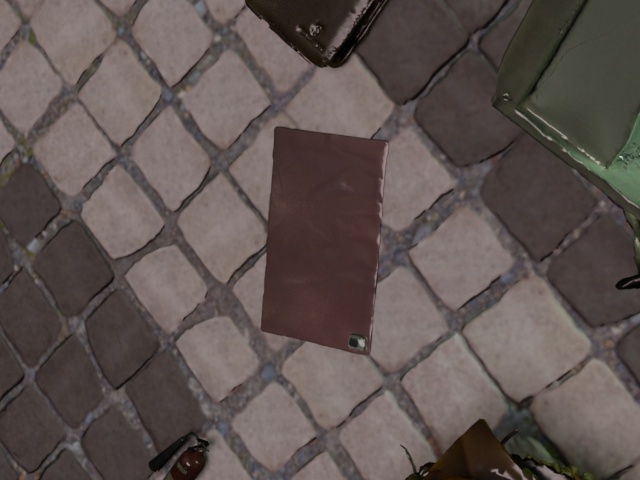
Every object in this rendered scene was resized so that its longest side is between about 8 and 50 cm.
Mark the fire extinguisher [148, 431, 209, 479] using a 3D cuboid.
[{"bbox_3d":[-0.135,0.212,1.124,0.100,0.032,0.046,-54,37,24],"label":"fire extinguisher"}]

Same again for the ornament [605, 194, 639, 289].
[{"bbox_3d":[0.226,-0.065,0.846,0.088,0.081,0.203,-20,86,27],"label":"ornament"}]

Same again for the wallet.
[{"bbox_3d":[0.025,-0.244,0.961,0.110,0.031,0.198,44,116,16],"label":"wallet"}]

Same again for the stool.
[{"bbox_3d":[0.282,-0.120,0.690,0.270,0.170,0.243,41,144,11],"label":"stool"}]

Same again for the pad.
[{"bbox_3d":[0.000,0.000,1.025,0.113,0.006,0.187,11,102,28],"label":"pad"}]

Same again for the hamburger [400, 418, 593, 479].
[{"bbox_3d":[0.137,0.266,0.910,0.261,0.139,0.243,48,115,14],"label":"hamburger"}]
